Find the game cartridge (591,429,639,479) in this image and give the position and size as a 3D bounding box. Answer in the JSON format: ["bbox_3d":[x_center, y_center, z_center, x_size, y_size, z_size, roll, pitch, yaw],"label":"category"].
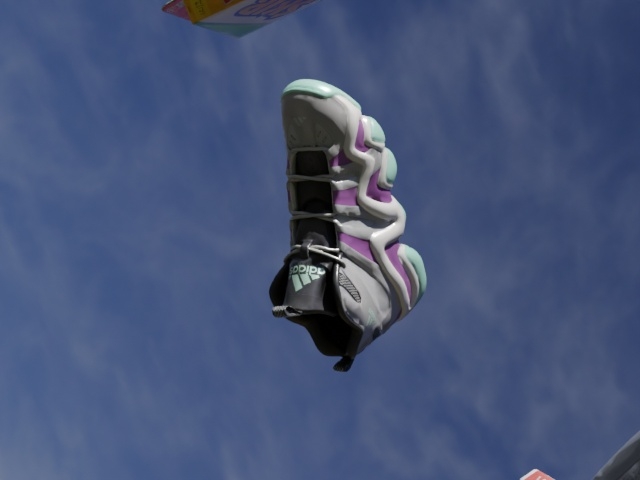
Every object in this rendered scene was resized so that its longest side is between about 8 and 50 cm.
[{"bbox_3d":[0.249,0.216,0.964,0.062,0.198,0.297,25,-50,-14],"label":"game cartridge"}]

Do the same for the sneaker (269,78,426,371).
[{"bbox_3d":[0.000,0.000,0.477,0.038,0.069,0.098,-5,-60,40],"label":"sneaker"}]

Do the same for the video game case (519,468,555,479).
[{"bbox_3d":[0.281,0.324,1.157,0.285,0.025,0.204,25,-40,58],"label":"video game case"}]

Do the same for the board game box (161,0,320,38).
[{"bbox_3d":[-0.004,-0.237,1.219,0.259,0.124,0.039,-20,-93,15],"label":"board game box"}]
